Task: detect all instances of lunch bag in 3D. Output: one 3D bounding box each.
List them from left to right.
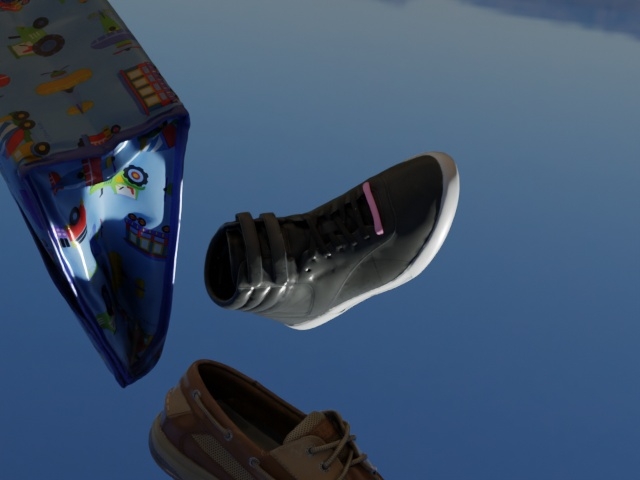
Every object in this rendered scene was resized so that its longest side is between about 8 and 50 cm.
[{"bbox_3d":[-0.194,-0.039,1.400,0.138,0.293,0.221,-23,-131,-16],"label":"lunch bag"}]

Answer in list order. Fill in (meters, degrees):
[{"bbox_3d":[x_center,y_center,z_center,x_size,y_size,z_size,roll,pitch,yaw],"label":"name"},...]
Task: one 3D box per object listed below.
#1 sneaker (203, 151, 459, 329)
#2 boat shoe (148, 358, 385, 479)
[{"bbox_3d":[0.000,0.001,1.657,0.147,0.104,0.296,9,148,-39],"label":"sneaker"},{"bbox_3d":[-0.015,0.221,1.635,0.324,0.116,0.123,27,-152,12],"label":"boat shoe"}]
